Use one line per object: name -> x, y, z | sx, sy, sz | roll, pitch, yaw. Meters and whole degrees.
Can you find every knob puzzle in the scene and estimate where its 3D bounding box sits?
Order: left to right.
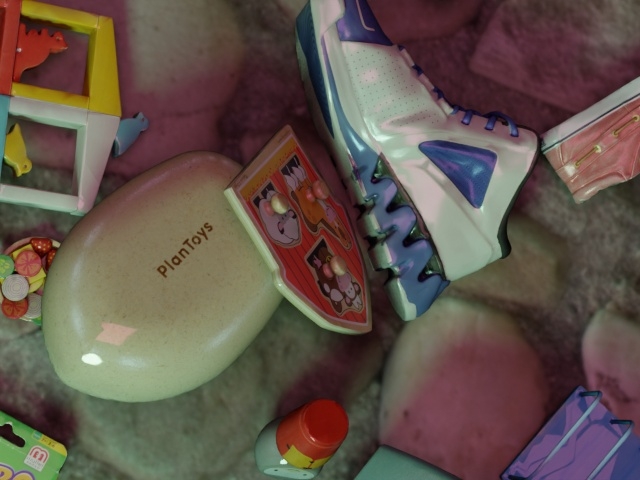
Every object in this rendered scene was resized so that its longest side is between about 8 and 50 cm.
knob puzzle -> 0.000, 0.000, 1.545 | 0.030, 0.213, 0.213 | -27, 86, 25

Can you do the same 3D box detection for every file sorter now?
file sorter -> 0.276, 0.235, 1.578 | 0.170, 0.104, 0.118 | 42, 83, 0

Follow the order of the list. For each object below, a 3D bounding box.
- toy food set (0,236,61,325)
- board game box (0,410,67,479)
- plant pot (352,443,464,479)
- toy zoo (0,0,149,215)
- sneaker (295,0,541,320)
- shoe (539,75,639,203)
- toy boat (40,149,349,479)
toy food set -> -0.267, 0.038, 1.596 | 0.082, 0.020, 0.083 | -27, 87, -6
board game box -> -0.346, 0.277, 1.560 | 0.124, 0.039, 0.259 | 29, 86, -2
plant pot -> 0.114, 0.299, 1.537 | 0.234, 0.166, 0.165 | 39, 83, 8
toy zoo -> -0.300, -0.132, 1.563 | 0.293, 0.030, 0.192 | 9, 79, -24
sneaker -> 0.102, -0.101, 1.598 | 0.182, 0.127, 0.315 | -21, 93, -10
shoe -> 0.303, -0.108, 1.638 | 0.178, 0.063, 0.081 | -30, 89, -1
toy boat -> -0.101, 0.090, 1.546 | 0.267, 0.148, 0.318 | -40, 86, -25
